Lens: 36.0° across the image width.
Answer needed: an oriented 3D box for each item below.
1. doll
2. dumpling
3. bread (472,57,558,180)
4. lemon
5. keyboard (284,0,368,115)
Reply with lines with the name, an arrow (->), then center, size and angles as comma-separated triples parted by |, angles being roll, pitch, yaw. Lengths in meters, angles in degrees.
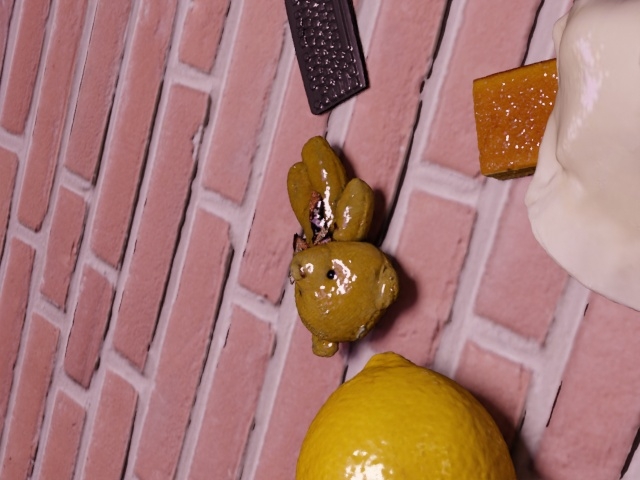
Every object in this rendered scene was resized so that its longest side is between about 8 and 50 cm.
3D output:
doll -> 0.000, 0.000, 0.956 | 0.137, 0.097, 0.209 | -46, 53, 40
dumpling -> 0.262, -0.057, 0.632 | 0.318, 0.187, 0.242 | 19, 98, 40
bread -> 0.175, -0.102, 0.825 | 0.094, 0.035, 0.090 | -8, 82, 44
lemon -> 0.069, 0.210, 0.816 | 0.187, 0.187, 0.244 | -19, 70, 43
keyboard -> -0.007, -0.257, 1.023 | 0.087, 0.017, 0.250 | -22, 74, 40
